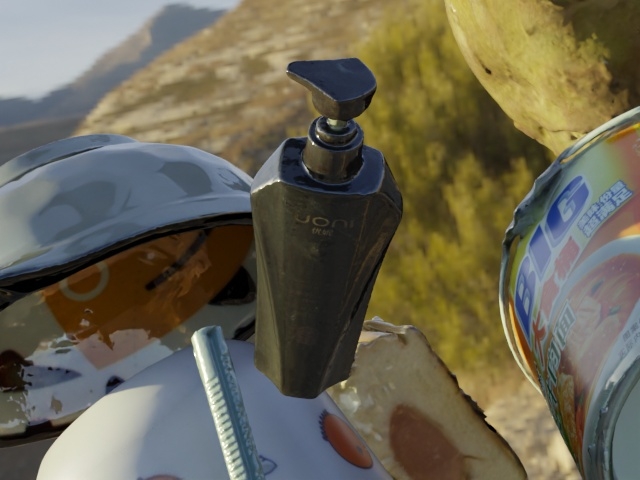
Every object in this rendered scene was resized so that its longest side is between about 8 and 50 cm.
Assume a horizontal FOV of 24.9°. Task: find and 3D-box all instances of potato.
[{"bbox_3d":[0.232,-0.199,1.310,0.301,0.237,0.288,-7,44,-12],"label":"potato"}]

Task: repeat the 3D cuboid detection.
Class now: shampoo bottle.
[{"bbox_3d":[0.000,0.000,0.463,0.048,0.137,0.027,7,46,-2],"label":"shampoo bottle"}]

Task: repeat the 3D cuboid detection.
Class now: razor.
[{"bbox_3d":[-0.028,0.137,0.722,0.036,0.211,0.084,-37,-30,24],"label":"razor"}]

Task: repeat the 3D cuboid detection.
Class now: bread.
[{"bbox_3d":[0.070,0.191,1.349,0.224,0.211,0.183,35,67,26],"label":"bread"}]

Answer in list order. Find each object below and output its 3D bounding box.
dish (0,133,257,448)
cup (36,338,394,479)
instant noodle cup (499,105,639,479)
[{"bbox_3d":[-0.157,0.020,0.939,0.303,0.120,0.303,-25,-22,-11],"label":"dish"},{"bbox_3d":[-0.022,0.225,0.863,0.212,0.317,0.212,-34,-16,-11],"label":"cup"},{"bbox_3d":[0.269,0.074,0.911,0.296,0.296,0.214,-10,26,5],"label":"instant noodle cup"}]
